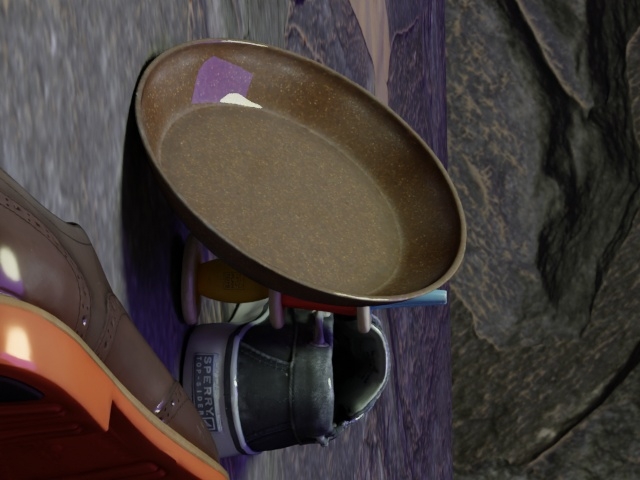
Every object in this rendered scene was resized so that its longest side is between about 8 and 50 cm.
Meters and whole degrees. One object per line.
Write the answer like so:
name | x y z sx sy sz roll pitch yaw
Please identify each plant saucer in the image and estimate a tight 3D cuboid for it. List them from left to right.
plant saucer | -0.015 -0.031 1.029 0.036 0.198 0.199 -57 -166 34

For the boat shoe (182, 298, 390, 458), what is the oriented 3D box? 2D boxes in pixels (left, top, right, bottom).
boat shoe | -0.005 0.077 1.198 0.301 0.102 0.108 -3 90 -81

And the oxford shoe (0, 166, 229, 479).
oxford shoe | -0.092 0.045 0.696 0.271 0.096 0.098 67 16 -65

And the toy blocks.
toy blocks | 0.000 0.000 1.098 0.123 0.148 0.054 -84 174 -45
